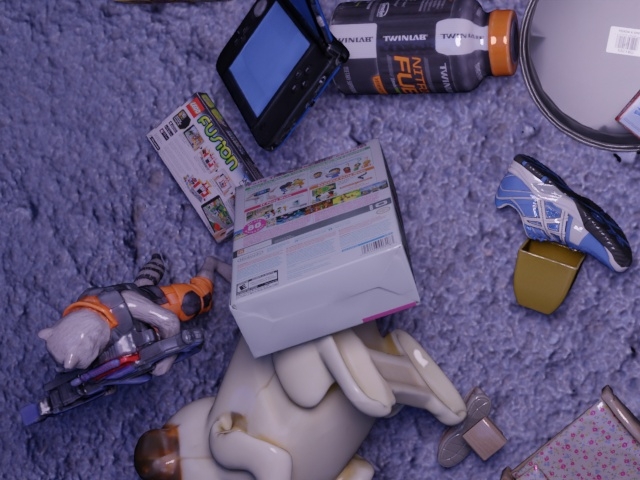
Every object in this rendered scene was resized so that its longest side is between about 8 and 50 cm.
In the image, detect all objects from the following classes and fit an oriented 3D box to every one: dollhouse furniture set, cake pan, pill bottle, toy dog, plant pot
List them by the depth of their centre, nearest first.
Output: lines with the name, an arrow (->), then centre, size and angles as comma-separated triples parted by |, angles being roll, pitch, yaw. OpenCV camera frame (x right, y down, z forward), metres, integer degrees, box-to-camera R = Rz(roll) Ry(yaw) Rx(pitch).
dollhouse furniture set -> 0.401, 0.306, 1.305 | 0.355, 0.174, 0.303 | 46, 107, 6
cake pan -> 0.403, -0.262, 1.339 | 0.293, 0.054, 0.293 | 2, 95, 20
plant pot -> 0.304, 0.051, 1.389 | 0.081, 0.081, 0.083 | 20, 113, 18
pill bottle -> 0.143, -0.265, 1.393 | 0.246, 0.130, 0.130 | 2, 95, 20
toy dog -> -0.077, 0.247, 1.441 | 0.408, 0.285, 0.395 | -46, 66, 17

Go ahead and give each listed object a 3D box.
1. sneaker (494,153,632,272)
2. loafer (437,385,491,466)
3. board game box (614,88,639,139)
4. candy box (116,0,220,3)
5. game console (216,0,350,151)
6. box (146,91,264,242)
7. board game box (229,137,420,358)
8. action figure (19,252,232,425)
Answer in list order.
sneaker -> 0.327, -0.025, 1.379 | 0.211, 0.080, 0.081 | 44, 114, 22
loafer -> 0.204, 0.266, 1.466 | 0.045, 0.039, 0.125 | 22, 107, -17
board game box -> 0.527, -0.122, 1.281 | 0.281, 0.027, 0.145 | 38, 107, -2
candy box -> -0.227, -0.419, 1.559 | 0.187, 0.053, 0.109 | 3, 96, 21
game console -> -0.093, -0.308, 1.380 | 0.250, 0.173, 0.293 | -52, 35, 17
box -> -0.166, -0.111, 1.569 | 0.114, 0.036, 0.207 | -36, 82, 19
board game box -> 0.000, 0.000, 1.354 | 0.224, 0.303, 0.097 | -18, 121, 8
action figure -> -0.303, 0.130, 1.479 | 0.341, 0.330, 0.178 | -26, 87, 20
